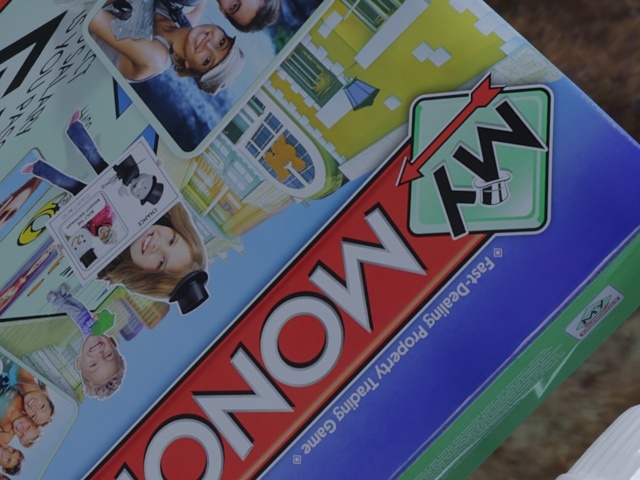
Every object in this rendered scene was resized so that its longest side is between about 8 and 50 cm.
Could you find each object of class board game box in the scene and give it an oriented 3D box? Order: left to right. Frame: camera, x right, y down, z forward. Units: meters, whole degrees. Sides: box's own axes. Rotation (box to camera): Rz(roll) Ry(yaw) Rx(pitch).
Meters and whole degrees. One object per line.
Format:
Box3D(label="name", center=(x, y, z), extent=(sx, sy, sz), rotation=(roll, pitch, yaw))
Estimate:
Box3D(label="board game box", center=(-0.072, 0.035, 0.478), extent=(0.317, 0.046, 0.213), rotation=(-46, 61, 8))

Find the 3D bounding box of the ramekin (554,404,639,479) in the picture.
Box3D(label="ramekin", center=(0.285, 0.213, 1.202), extent=(0.207, 0.207, 0.109), rotation=(38, 78, 2))
